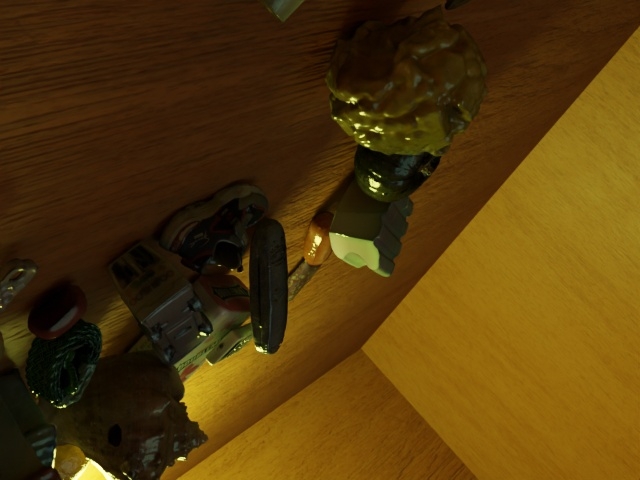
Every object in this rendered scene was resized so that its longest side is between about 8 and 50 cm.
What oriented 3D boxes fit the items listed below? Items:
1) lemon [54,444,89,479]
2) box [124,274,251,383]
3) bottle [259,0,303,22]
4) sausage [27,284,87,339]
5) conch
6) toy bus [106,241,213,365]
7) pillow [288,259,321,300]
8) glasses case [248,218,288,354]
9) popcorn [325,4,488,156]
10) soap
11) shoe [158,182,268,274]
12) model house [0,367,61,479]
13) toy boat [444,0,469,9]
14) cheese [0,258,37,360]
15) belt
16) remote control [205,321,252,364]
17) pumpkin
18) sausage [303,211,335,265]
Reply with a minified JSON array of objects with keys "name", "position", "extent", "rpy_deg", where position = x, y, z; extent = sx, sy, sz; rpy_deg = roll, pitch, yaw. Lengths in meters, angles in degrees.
[{"name":"lemon","position":[-0.519,0.412,1.511],"extent":[0.187,0.142,0.142],"rpy_deg":[-49,165,1]},{"name":"box","position":[-0.305,0.232,1.616],"extent":[0.369,0.112,0.190],"rpy_deg":[-47,164,13]},{"name":"bottle","position":[0.003,-0.342,0.870],"extent":[0.201,0.072,0.072],"rpy_deg":[-45,165,6]},{"name":"sausage","position":[-0.388,0.106,1.147],"extent":[0.094,0.059,0.054],"rpy_deg":[-43,179,-14]},{"name":"conch","position":[-0.354,0.333,1.439],"extent":[0.324,0.186,0.263],"rpy_deg":[13,89,-39]},{"name":"toy bus","position":[-0.270,0.114,1.322],"extent":[0.109,0.136,0.329],"rpy_deg":[-37,165,-15]},{"name":"pillow","position":[-0.060,0.107,2.023],"extent":[0.185,0.043,0.118],"rpy_deg":[-48,162,20]},{"name":"glasses case","position":[-0.105,0.095,1.570],"extent":[0.109,0.067,0.282],"rpy_deg":[-39,130,-66]},{"name":"popcorn","position":[0.131,-0.248,1.187],"extent":[0.249,0.250,0.225],"rpy_deg":[101,2,-66]},{"name":"soap","position":[0.123,-0.037,1.814],"extent":[0.347,0.115,0.208],"rpy_deg":[30,76,-75]},{"name":"shoe","position":[-0.153,-0.012,1.297],"extent":[0.228,0.125,0.099],"rpy_deg":[-27,156,-40]},{"name":"model house","position":[-0.517,0.424,1.189],"extent":[0.295,0.329,0.251],"rpy_deg":[-29,157,-37]},{"name":"toy boat","position":[0.228,-0.464,1.080],"extent":[0.122,0.089,0.321],"rpy_deg":[-19,155,-30]},{"name":"cheese","position":[-0.463,0.128,0.987],"extent":[0.286,0.082,0.163],"rpy_deg":[-49,165,13]},{"name":"belt","position":[-0.400,0.196,1.232],"extent":[0.121,0.079,0.151],"rpy_deg":[-18,129,-66]},{"name":"remote control","position":[-0.178,0.213,1.632],"extent":[0.087,0.029,0.190],"rpy_deg":[-45,173,8]},{"name":"pumpkin","position":[0.165,-0.179,1.583],"extent":[0.223,0.157,0.223],"rpy_deg":[-46,160,-22]},{"name":"sausage","position":[0.000,0.000,1.822],"extent":[0.076,0.076,0.197],"rpy_deg":[-36,165,-23]}]
